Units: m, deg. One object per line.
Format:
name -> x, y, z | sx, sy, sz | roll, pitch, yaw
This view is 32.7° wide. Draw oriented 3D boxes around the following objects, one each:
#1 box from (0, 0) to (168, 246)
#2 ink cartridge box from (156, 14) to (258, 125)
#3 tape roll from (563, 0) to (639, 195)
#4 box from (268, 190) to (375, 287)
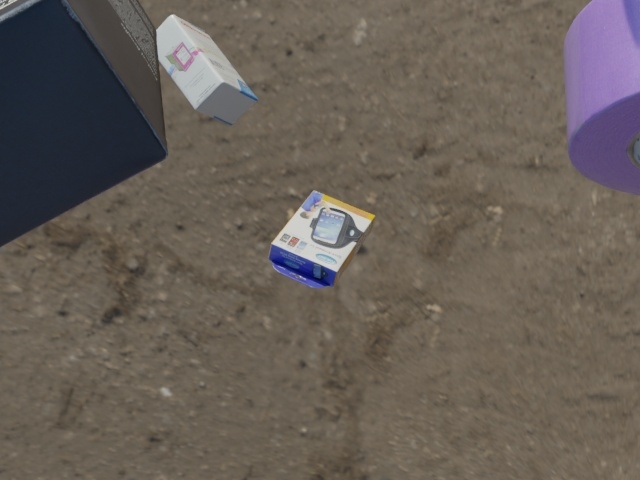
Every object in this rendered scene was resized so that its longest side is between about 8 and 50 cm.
box -> -0.311, -0.135, 0.992 | 0.296, 0.183, 0.294 | -27, 32, 7
ink cartridge box -> -0.145, -0.207, 1.329 | 0.052, 0.088, 0.122 | -42, 68, 15
tape roll -> 0.316, -0.111, 0.783 | 0.274, 0.275, 0.090 | -4, 74, 15
box -> 0.000, 0.000, 1.222 | 0.081, 0.028, 0.136 | 23, 38, 11
